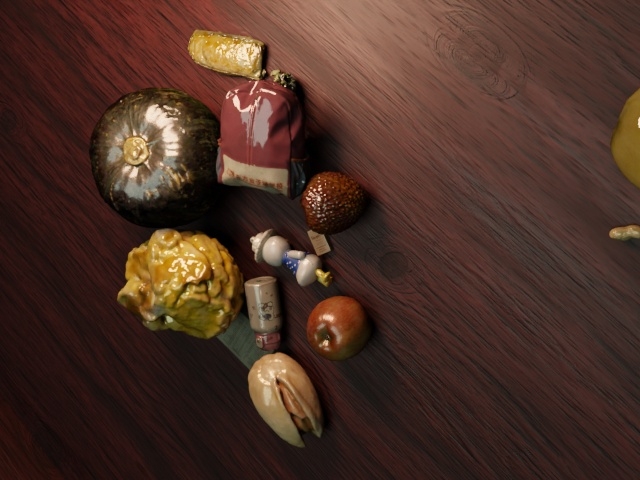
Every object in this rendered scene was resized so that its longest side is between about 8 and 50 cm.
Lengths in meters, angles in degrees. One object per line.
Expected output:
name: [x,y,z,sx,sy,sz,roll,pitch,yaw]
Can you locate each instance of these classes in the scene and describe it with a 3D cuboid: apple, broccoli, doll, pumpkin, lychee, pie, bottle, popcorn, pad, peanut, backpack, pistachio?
apple: [0.053,0.262,1.887,0.188,0.173,0.188,8,107,27]
broccoli: [-0.168,-0.432,1.868,0.203,0.118,0.123,-4,106,6]
doll: [-0.094,0.056,1.967,0.293,0.119,0.138,26,156,20]
pumpkin: [-0.500,-0.253,1.996,0.453,0.344,0.455,0,89,16]
apple: [0.737,-0.215,1.314,0.262,0.262,0.263,8,106,30]
lychee: [0.029,-0.106,1.813,0.194,0.194,0.195,8,106,30]
pie: [-0.285,-0.570,1.955,0.282,0.068,0.129,18,111,22]
bottle: [-0.178,0.240,2.060,0.109,0.110,0.234,-1,101,31]
popcorn: [-0.432,0.125,2.060,0.389,0.354,0.344,15,117,-16]
pad: [-0.279,0.331,2.204,0.265,0.009,0.160,41,118,16]
peanut: [0.722,-0.018,1.494,0.083,0.037,0.037,-4,100,34]
backpack: [-0.161,-0.294,1.799,0.283,0.197,0.318,11,119,13]
pistachio: [-0.108,0.513,2.048,0.193,0.214,0.318,-28,95,-9]

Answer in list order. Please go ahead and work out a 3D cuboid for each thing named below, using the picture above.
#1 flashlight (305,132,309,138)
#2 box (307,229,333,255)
flashlight: [-0.083,-0.332,1.909,0.110,0.031,0.052,49,121,12]
box: [0.000,0.000,1.944,0.053,0.024,0.083,-23,88,33]
